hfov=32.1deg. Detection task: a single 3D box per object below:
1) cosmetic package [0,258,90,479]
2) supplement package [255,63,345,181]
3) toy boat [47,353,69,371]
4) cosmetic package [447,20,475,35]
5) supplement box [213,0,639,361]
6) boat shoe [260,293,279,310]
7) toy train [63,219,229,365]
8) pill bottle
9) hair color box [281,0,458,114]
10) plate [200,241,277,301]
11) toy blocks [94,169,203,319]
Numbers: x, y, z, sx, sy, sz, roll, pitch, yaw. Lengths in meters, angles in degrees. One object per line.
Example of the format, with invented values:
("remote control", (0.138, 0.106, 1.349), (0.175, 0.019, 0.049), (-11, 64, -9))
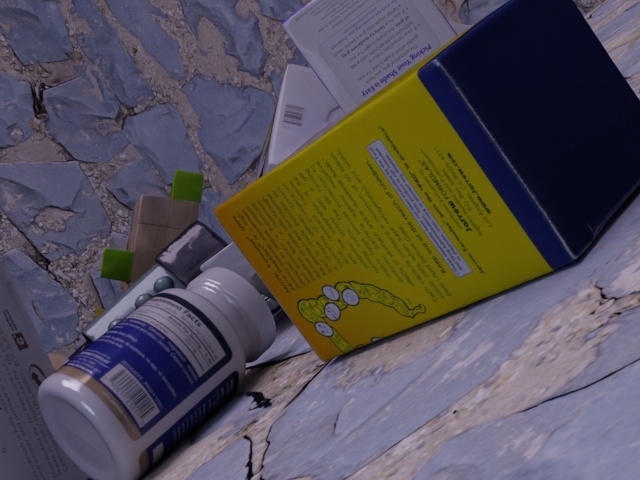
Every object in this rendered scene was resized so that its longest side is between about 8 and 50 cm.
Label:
("cosmetic package", (-0.561, 0.255, 1.370), (0.393, 0.329, 0.327), (-26, -3, 16))
("supplement package", (-0.013, -0.120, 1.702), (0.203, 0.149, 0.194), (113, 168, -56))
("toy boat", (-0.417, 0.283, 1.757), (0.231, 0.151, 0.151), (25, 38, 37))
("cosmetic package", (0.153, -0.206, 1.884), (0.217, 0.156, 0.385), (-1, -21, -42))
("supplement box", (0.100, -0.052, 1.032), (0.194, 0.195, 0.356), (-40, 7, -38))
("boat shoe", (-0.058, 0.053, 1.808), (0.219, 0.070, 0.078), (-39, 6, -32))
("toy train", (-0.236, 0.119, 1.648), (0.334, 0.142, 0.190), (-42, -25, -16))
("pill bottle", (-0.182, 0.151, 1.298), (0.264, 0.153, 0.153), (-39, 6, -36))
("hair color box", (0.123, -0.215, 1.530), (0.185, 0.339, 0.110), (-35, 3, 12))
("plate", (0.000, 0.000, 1.593), (0.277, 0.045, 0.278), (-36, -21, 10))
("toy blocks", (-0.289, 0.084, 1.913), (0.190, 0.381, 0.261), (8, -7, -13))
